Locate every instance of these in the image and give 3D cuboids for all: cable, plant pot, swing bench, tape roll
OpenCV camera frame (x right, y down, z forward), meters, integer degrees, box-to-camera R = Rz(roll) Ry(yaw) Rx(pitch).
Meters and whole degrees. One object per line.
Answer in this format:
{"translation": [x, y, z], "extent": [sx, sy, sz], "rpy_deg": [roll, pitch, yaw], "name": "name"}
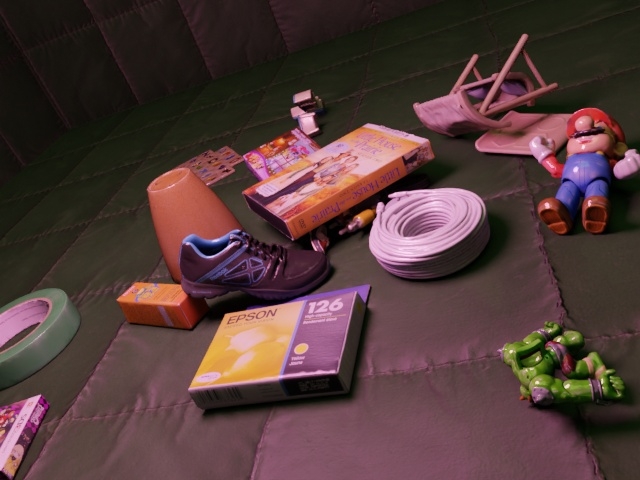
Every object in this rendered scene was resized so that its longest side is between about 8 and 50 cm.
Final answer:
{"translation": [0.229, -0.017, 1.344], "extent": [0.257, 0.089, 0.257], "rpy_deg": [-6, 34, 27], "name": "cable"}
{"translation": [-0.338, -0.054, 1.655], "extent": [0.237, 0.254, 0.237], "rpy_deg": [-17, 29, 10], "name": "plant pot"}
{"translation": [0.145, -0.094, 1.596], "extent": [0.287, 0.072, 0.139], "rpy_deg": [-24, 17, -26], "name": "cable"}
{"translation": [0.424, -0.376, 1.658], "extent": [0.254, 0.165, 0.253], "rpy_deg": [-41, 15, -10], "name": "swing bench"}
{"translation": [-0.795, 0.255, 1.657], "extent": [0.321, 0.077, 0.321], "rpy_deg": [-18, 28, 10], "name": "tape roll"}

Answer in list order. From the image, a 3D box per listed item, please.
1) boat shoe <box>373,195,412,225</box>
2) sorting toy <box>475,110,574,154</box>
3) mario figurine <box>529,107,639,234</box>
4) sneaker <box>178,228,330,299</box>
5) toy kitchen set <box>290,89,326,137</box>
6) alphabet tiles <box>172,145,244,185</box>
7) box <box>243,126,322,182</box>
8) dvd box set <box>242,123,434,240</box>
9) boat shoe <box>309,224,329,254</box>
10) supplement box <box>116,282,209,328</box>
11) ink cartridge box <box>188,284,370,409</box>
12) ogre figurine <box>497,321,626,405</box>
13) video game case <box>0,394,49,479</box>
{"translation": [0.175, -0.062, 1.506], "extent": [0.049, 0.040, 0.142], "rpy_deg": [11, 44, 45], "name": "boat shoe"}
{"translation": [0.530, -0.266, 1.599], "extent": [0.193, 0.038, 0.208], "rpy_deg": [-40, 37, -27], "name": "sorting toy"}
{"translation": [0.530, -0.169, 1.280], "extent": [0.198, 0.170, 0.320], "rpy_deg": [23, 52, 8], "name": "mario figurine"}
{"translation": [-0.147, 0.049, 1.403], "extent": [0.340, 0.140, 0.125], "rpy_deg": [-4, 30, -4], "name": "sneaker"}
{"translation": [-0.051, -0.430, 2.276], "extent": [0.122, 0.166, 0.207], "rpy_deg": [-15, -7, 15], "name": "toy kitchen set"}
{"translation": [-0.437, -0.258, 2.323], "extent": [0.285, 0.011, 0.342], "rpy_deg": [-30, 29, -12], "name": "alphabet tiles"}
{"translation": [-0.079, -0.211, 1.856], "extent": [0.201, 0.057, 0.293], "rpy_deg": [-31, 45, -11], "name": "box"}
{"translation": [0.037, -0.166, 1.626], "extent": [0.420, 0.062, 0.307], "rpy_deg": [-30, 29, -14], "name": "dvd box set"}
{"translation": [0.000, 0.000, 1.529], "extent": [0.043, 0.049, 0.137], "rpy_deg": [-20, 24, 3], "name": "boat shoe"}
{"translation": [-0.381, 0.155, 1.518], "extent": [0.233, 0.080, 0.078], "rpy_deg": [-3, 33, 37], "name": "supplement box"}
{"translation": [-0.069, 0.186, 1.247], "extent": [0.303, 0.072, 0.307], "rpy_deg": [-13, 32, 20], "name": "ink cartridge box"}
{"translation": [0.339, 0.181, 0.923], "extent": [0.118, 0.097, 0.197], "rpy_deg": [-13, 40, -4], "name": "ogre figurine"}
{"translation": [-0.711, 0.438, 1.322], "extent": [0.232, 0.042, 0.210], "rpy_deg": [-18, 28, 10], "name": "video game case"}
